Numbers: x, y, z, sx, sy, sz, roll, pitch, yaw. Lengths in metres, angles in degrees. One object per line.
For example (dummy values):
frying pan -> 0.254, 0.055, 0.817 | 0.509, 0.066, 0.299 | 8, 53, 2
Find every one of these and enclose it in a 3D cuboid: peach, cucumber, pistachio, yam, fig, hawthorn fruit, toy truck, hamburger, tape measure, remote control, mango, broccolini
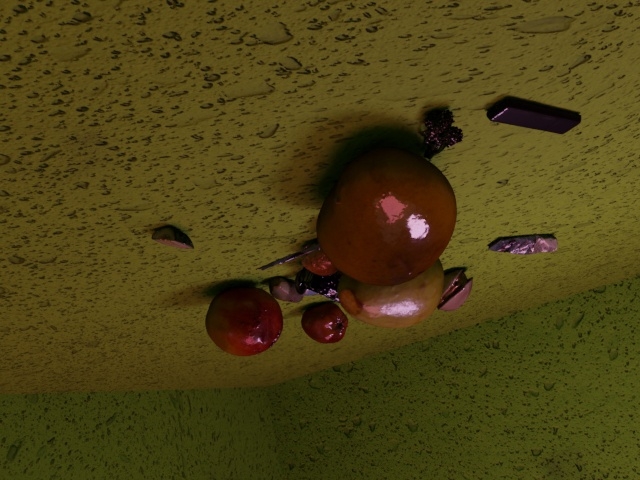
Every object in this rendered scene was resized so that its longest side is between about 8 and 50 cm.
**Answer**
peach -> -0.226, 0.240, 2.154 | 0.231, 0.231, 0.231 | -11, 162, -4
cucumber -> -0.324, -0.005, 1.628 | 0.067, 0.035, 0.107 | 1, 168, 19
pistachio -> 0.469, 0.180, 2.589 | 0.152, 0.126, 0.223 | -42, 169, -25
yam -> -0.104, 0.155, 2.209 | 0.070, 0.069, 0.146 | -19, 162, 21
fig -> 0.184, 0.117, 1.954 | 0.326, 0.258, 0.258 | -11, 167, -47
hawthorn fruit -> -0.006, 0.301, 2.641 | 0.203, 0.162, 0.163 | -3, 171, 38
toy truck -> 0.050, 0.136, 2.101 | 0.259, 0.088, 0.121 | 28, 174, -35
hamburger -> 0.007, 0.044, 1.912 | 0.176, 0.087, 0.102 | -24, 160, 39
tape measure -> 0.000, -0.001, 1.768 | 0.330, 0.084, 0.164 | -8, 160, -17
remote control -> 0.422, -0.242, 1.413 | 0.245, 0.025, 0.063 | 1, 154, -37
mango -> 0.132, -0.055, 1.506 | 0.301, 0.220, 0.445 | -9, 153, 6
broccolini -> 0.219, -0.184, 1.395 | 0.058, 0.074, 0.201 | -26, 168, -13

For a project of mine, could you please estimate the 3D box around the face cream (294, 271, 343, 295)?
face cream -> 0.036, 0.127, 2.211 | 0.229, 0.075, 0.075 | -2, 160, -33

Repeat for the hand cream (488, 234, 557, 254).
hand cream -> 0.662, 0.009, 2.326 | 0.248, 0.052, 0.075 | 1, 136, -20
